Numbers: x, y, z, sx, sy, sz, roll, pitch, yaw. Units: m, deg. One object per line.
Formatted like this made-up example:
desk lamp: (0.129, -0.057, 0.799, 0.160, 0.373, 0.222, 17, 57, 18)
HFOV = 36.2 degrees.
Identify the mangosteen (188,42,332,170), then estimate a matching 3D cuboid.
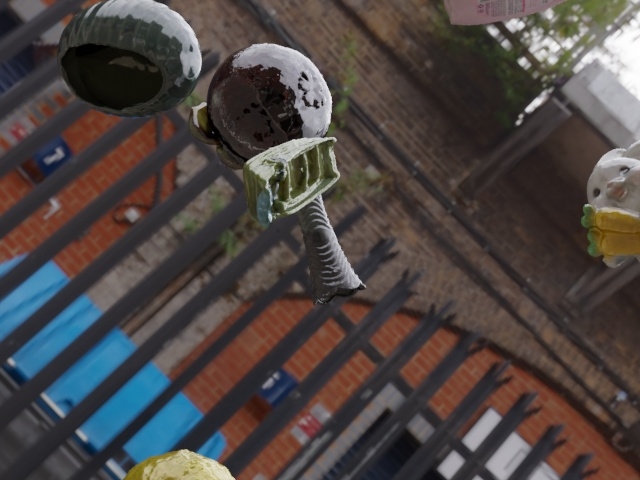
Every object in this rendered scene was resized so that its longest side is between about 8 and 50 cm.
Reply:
mangosteen: (-0.134, -0.312, 2.324, 0.330, 0.330, 0.330, 39, -21, 18)

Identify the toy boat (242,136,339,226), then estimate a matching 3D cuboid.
toy boat: (-0.059, -0.104, 1.649, 0.084, 0.276, 0.111, 7, -66, 24)

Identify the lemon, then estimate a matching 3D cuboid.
lemon: (-0.265, 0.538, 1.846, 0.268, 0.268, 0.322, 37, -24, 23)

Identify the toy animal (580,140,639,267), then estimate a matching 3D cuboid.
toy animal: (0.631, -0.055, 1.890, 0.310, 0.247, 0.183, 51, -47, 18)

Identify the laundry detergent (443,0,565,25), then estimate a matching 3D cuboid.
laundry detergent: (0.381, -0.476, 1.714, 0.088, 0.335, 0.159, -101, 178, -52)

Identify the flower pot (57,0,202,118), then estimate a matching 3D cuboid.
flower pot: (-0.301, -0.290, 1.553, 0.243, 0.157, 0.189, 10, -54, 28)

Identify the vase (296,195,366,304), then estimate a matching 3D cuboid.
vase: (0.000, 0.000, 1.929, 0.115, 0.115, 0.237, 127, -53, -70)
